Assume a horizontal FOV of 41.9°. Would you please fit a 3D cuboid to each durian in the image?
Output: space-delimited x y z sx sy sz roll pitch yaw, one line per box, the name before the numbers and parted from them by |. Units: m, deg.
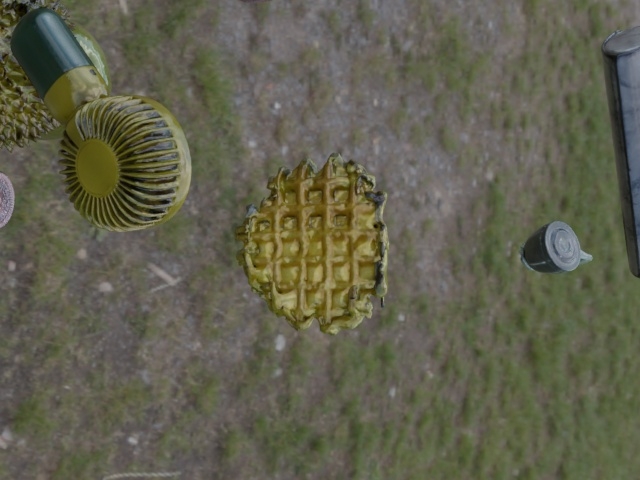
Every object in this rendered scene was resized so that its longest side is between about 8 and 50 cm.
durian | -0.454 -0.258 1.208 0.293 0.258 0.258 53 49 -71

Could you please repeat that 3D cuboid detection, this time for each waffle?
waffle | -0.001 -0.001 1.286 0.262 0.280 0.060 -47 157 0

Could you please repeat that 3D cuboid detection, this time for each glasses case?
glasses case | 0.400 -0.106 1.037 0.114 0.060 0.299 -45 126 -47

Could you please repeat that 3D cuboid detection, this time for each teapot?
teapot | 0.413 0.029 1.496 0.124 0.091 0.092 43 56 -18

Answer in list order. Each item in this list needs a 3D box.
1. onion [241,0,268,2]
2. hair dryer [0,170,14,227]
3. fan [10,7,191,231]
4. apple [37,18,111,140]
onion | -0.105 -0.454 1.236 0.227 0.283 0.120 -39 149 -13
hair dryer | -0.770 0.020 1.769 0.125 0.210 0.352 -45 138 -74
fan | -0.141 -0.074 0.505 0.155 0.082 0.039 54 31 10
apple | -0.567 -0.326 1.701 0.279 0.279 0.279 -14 107 -57
